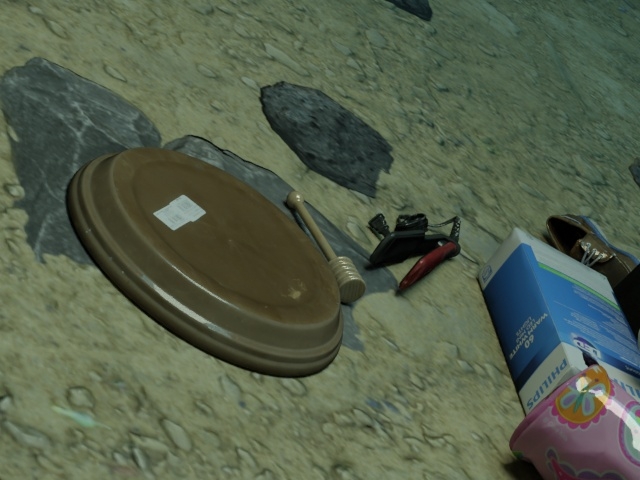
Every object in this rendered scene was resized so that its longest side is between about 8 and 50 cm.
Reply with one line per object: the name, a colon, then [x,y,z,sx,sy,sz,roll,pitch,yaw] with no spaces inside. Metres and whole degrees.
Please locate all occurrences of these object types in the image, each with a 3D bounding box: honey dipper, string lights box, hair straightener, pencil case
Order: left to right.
honey dipper: [0.000,0.000,1.588,0.030,0.030,0.160,19,26,-37]
hair straightener: [0.098,-0.009,1.721,0.089,0.047,0.230,41,23,9]
string lights box: [0.257,0.105,1.691,0.133,0.076,0.259,28,24,-21]
pencil case: [0.296,0.235,1.442,0.284,0.124,0.124,44,24,21]

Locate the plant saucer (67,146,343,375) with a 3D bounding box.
plant saucer: [-0.089,0.008,1.430,0.278,0.041,0.278,30,24,-15]

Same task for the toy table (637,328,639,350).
toy table: [0.444,0.136,1.547,0.274,0.252,0.160,-1,56,-8]

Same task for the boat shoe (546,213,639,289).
boat shoe: [0.325,0.027,1.971,0.066,0.066,0.183,16,20,-32]

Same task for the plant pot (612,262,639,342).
plant pot: [0.423,0.119,1.789,0.188,0.187,0.167,30,34,-16]
